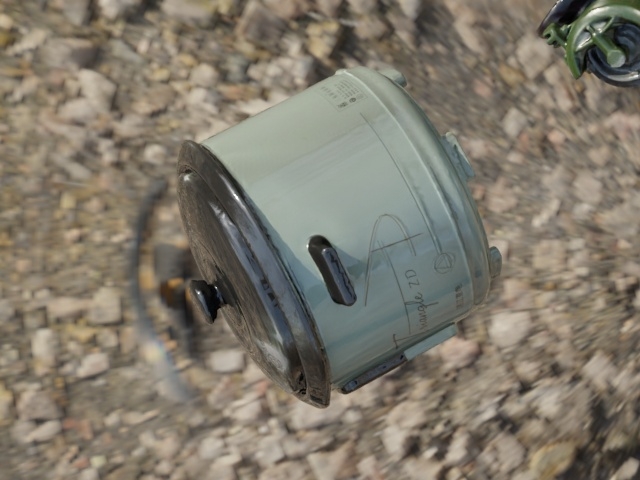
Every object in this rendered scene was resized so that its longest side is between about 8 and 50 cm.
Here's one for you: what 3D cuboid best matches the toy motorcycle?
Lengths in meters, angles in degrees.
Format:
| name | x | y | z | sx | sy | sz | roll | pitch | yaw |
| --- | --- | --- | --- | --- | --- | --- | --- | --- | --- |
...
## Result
| name | x | y | z | sx | sy | sz | roll | pitch | yaw |
| --- | --- | --- | --- | --- | --- | --- | --- | --- | --- |
| toy motorcycle | 0.300 | -0.246 | 1.563 | 0.127 | 0.205 | 0.275 | 43 | 126 | -5 |

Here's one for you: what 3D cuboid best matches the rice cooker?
| name | x | y | z | sx | sy | sz | roll | pitch | yaw |
| --- | --- | --- | --- | --- | --- | --- | --- | --- | --- |
| rice cooker | 0.000 | 0.000 | 1.511 | 0.227 | 0.280 | 0.241 | -28 | 105 | -12 |
